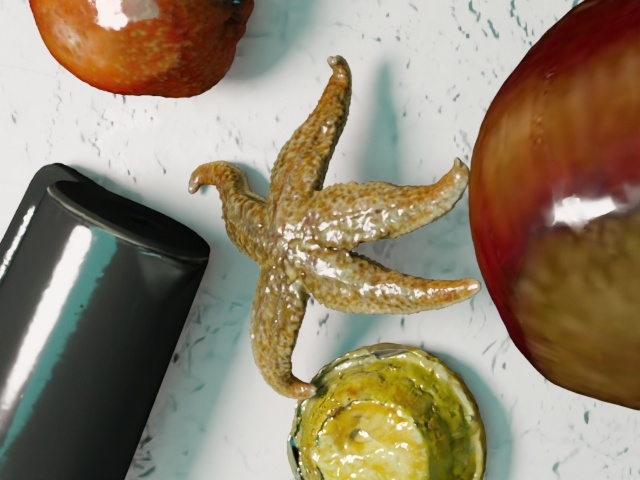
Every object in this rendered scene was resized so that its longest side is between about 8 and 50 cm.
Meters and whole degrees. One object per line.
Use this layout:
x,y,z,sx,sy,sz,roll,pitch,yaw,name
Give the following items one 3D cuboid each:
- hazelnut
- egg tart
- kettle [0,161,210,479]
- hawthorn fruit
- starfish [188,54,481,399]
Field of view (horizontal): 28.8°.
0.322,-0.060,1.011,0.421,0.353,0.421,-13,68,35,hazelnut
0.060,0.204,1.230,0.212,0.090,0.213,1,92,21,egg tart
-0.255,0.102,1.286,0.203,0.262,0.308,22,98,-18,kettle
-0.195,-0.242,1.233,0.253,0.205,0.205,6,94,22,hawthorn fruit
-0.008,0.002,1.188,0.375,0.094,0.327,37,113,38,starfish
